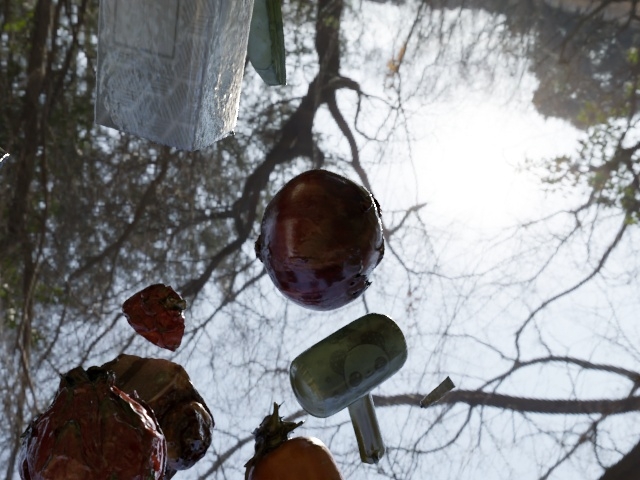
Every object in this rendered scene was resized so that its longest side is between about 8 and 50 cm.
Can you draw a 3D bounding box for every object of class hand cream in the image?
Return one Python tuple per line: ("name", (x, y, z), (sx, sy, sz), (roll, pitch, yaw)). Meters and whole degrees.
("hand cream", (0.255, 0.338, 1.457), (0.093, 0.019, 0.030), (-35, -100, -14))

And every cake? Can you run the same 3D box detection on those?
("cake", (-0.364, 0.375, 1.392), (0.293, 0.199, 0.196), (-1, -146, 40))

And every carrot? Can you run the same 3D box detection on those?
("carrot", (-0.051, 0.499, 1.310), (0.214, 0.193, 0.331), (-17, -119, -21))

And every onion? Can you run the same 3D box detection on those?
("onion", (0.000, 0.000, 1.267), (0.276, 0.276, 0.276), (8, -151, -5))

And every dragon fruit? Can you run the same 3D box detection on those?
("dragon fruit", (-0.385, 0.361, 1.109), (0.244, 0.299, 0.244), (-18, 176, -1))
("dragon fruit", (-0.339, 0.139, 1.343), (0.162, 0.106, 0.083), (39, -175, 27))

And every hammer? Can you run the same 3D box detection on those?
("hammer", (0.064, 0.274, 1.100), (0.201, 0.306, 0.113), (-27, -144, -20))

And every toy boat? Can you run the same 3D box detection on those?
("toy boat", (-0.121, -0.448, 1.350), (0.093, 0.293, 0.055), (6, -145, 23))

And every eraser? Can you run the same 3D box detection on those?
("eraser", (-0.090, -0.271, 0.481), (0.098, 0.404, 0.096), (17, -153, 9))

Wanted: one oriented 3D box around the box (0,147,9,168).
("box", (-0.368, -0.021, 0.520), (0.135, 0.243, 0.163), (36, -157, -19))
